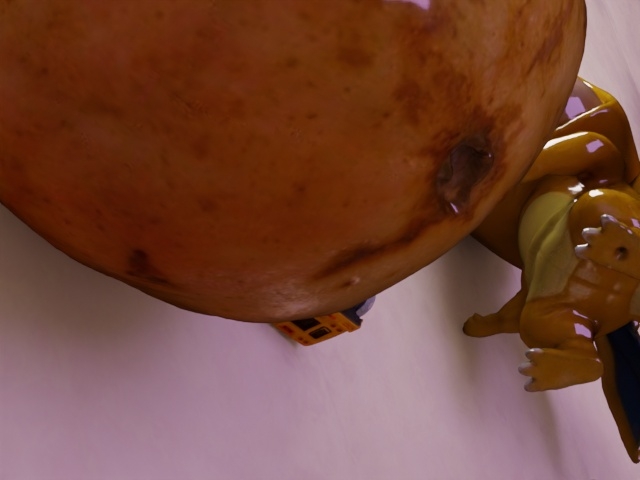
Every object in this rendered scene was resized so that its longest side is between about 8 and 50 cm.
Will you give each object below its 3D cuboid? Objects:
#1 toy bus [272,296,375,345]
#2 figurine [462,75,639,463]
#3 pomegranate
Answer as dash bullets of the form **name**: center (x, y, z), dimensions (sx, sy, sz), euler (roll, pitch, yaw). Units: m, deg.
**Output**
- **toy bus**: center (0.000, 0.000, 0.971), dimensions (0.069, 0.074, 0.162), euler (38, 40, -30)
- **figurine**: center (0.263, -0.003, 1.261), dimensions (0.387, 0.268, 0.401), euler (-98, -174, -59)
- **pomegranate**: center (-0.047, -0.155, 0.727), dimensions (0.410, 0.410, 0.410), euler (40, 37, -40)
